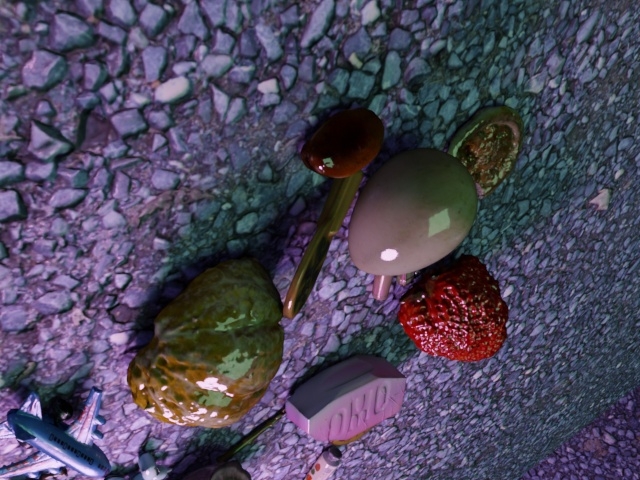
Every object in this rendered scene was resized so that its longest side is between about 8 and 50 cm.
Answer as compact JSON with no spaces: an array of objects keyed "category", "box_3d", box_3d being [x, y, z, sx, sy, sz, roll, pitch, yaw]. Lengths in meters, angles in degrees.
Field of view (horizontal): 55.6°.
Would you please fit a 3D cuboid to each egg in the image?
[{"category":"egg","box_3d":[0.173,-0.046,1.203,0.295,0.218,0.218,-48,140,17]}]

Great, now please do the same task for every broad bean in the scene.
[{"category":"broad bean","box_3d":[0.045,-0.175,1.092,0.165,0.084,0.114,-39,135,-14]}]

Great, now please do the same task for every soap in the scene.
[{"category":"soap","box_3d":[0.069,0.413,1.578,0.324,0.109,0.192,-16,123,-32]}]

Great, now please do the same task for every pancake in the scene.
[{"category":"pancake","box_3d":[0.371,-0.192,1.375,0.254,0.037,0.253,-22,136,-23]}]

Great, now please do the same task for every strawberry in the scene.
[{"category":"strawberry","box_3d":[0.338,0.179,1.501,0.261,0.257,0.261,-28,160,-11]}]

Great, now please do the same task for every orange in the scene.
[{"category":"orange","box_3d":[-0.196,0.222,1.149,0.271,0.210,0.368,8,121,-45]}]

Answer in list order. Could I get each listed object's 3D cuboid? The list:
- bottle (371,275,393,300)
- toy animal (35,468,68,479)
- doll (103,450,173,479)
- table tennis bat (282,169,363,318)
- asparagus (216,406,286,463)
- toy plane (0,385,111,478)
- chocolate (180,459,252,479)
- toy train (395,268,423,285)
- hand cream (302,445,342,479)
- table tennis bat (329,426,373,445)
[{"category":"bottle","box_3d":[0.147,0.097,1.437,0.045,0.045,0.096,-17,135,-28]},{"category":"toy animal","box_3d":[-0.562,0.567,1.246,0.186,0.094,0.214,-38,132,-13]},{"category":"doll","box_3d":[-0.413,0.559,1.371,0.159,0.059,0.158,-39,139,-7]},{"category":"table tennis bat","box_3d":[0.000,0.000,1.154,0.198,0.050,0.320,60,55,-80]},{"category":"asparagus","box_3d":[-0.160,0.488,1.543,0.249,0.025,0.024,-36,97,-8]},{"category":"toy plane","box_3d":[-0.481,0.370,1.118,0.254,0.105,0.271,-38,140,-5]},{"category":"chocolate","box_3d":[-0.287,0.690,1.438,0.213,0.303,0.303,-14,145,21]},{"category":"toy train","box_3d":[0.218,0.043,1.453,0.071,0.038,0.147,-21,134,-23]},{"category":"hand cream","box_3d":[-0.021,0.730,1.843,0.095,0.059,0.276,8,124,-44]},{"category":"table tennis bat","box_3d":[0.077,0.515,1.751,0.310,0.038,0.200,9,116,-47]}]
